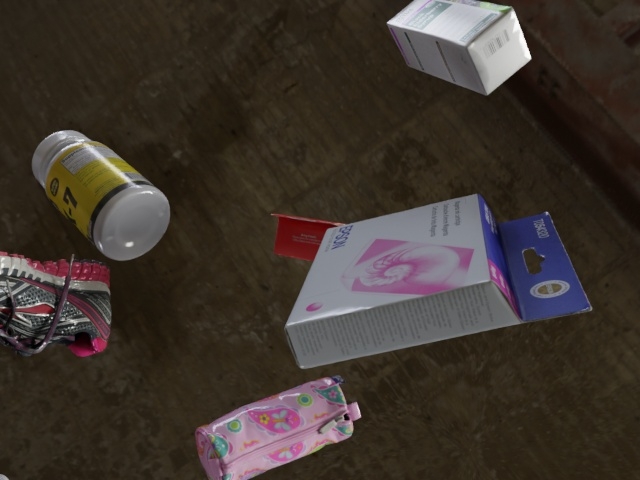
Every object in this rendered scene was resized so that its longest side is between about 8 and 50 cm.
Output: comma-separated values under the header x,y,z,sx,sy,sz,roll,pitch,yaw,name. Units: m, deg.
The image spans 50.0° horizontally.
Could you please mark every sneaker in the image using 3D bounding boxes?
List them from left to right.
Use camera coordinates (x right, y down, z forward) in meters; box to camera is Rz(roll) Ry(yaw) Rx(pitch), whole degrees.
x,y,z,sx,sy,sz,roll,pitch,yaw,name
-0.351,0.077,0.773,0.120,0.299,0.112,-16,-103,31,sneaker

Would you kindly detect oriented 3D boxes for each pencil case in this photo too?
x,y,z,sx,sy,sz,roll,pitch,yaw,name
-0.075,0.336,1.209,0.283,0.124,0.124,-14,-113,-26,pencil case

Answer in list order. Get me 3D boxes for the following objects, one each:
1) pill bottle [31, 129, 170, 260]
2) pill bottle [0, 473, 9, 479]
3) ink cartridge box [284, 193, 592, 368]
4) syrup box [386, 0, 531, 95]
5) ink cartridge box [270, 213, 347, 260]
x,y,z,sx,sy,sz,roll,pitch,yaw,name
-0.325,-0.072,1.001,0.208,0.119,0.119,36,-96,31,pill bottle
-0.236,0.253,0.515,0.078,0.078,0.137,-25,-75,4,pill bottle
0.143,0.027,0.883,0.329,0.324,0.072,-15,-73,14,ink cartridge box
0.213,-0.320,1.093,0.093,0.096,0.237,-39,-144,-4,syrup box
0.000,0.000,1.302,0.134,0.231,0.078,9,-89,19,ink cartridge box
